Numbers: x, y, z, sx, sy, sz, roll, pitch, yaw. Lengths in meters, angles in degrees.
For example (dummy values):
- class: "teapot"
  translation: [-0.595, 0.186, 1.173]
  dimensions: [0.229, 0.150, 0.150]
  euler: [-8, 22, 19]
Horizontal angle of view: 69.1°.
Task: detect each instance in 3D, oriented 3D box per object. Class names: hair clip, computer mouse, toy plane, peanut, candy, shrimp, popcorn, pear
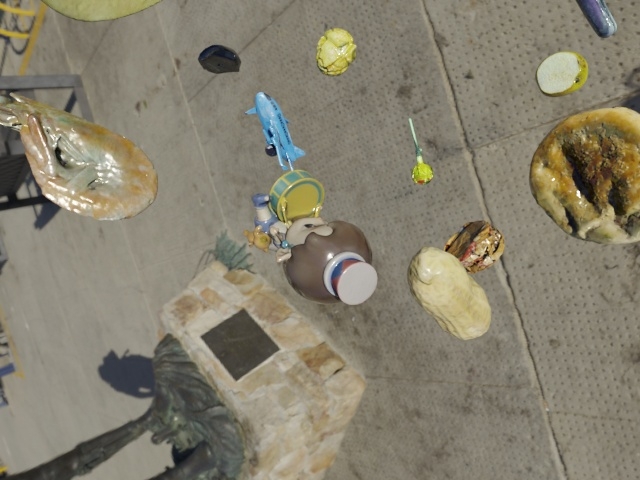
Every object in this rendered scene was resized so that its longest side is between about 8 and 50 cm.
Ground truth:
- class: "hair clip"
  translation: [0.343, -0.402, 0.635]
  dimensions: [0.048, 0.083, 0.275]
  euler: [155, 108, -66]
- class: "computer mouse"
  translation: [-0.304, -0.553, 1.408]
  dimensions: [0.172, 0.099, 0.057]
  euler: [6, 81, 42]
- class: "toy plane"
  translation: [-0.137, -0.337, 1.439]
  dimensions: [0.105, 0.254, 0.271]
  euler: [-20, 134, 19]
- class: "peanut"
  translation: [0.203, 0.082, 0.725]
  dimensions: [0.090, 0.098, 0.214]
  euler: [5, 153, 41]
- class: "candy"
  translation: [0.272, -0.250, 1.305]
  dimensions: [0.062, 0.058, 0.193]
  euler: [-12, 86, 14]
- class: "shrimp"
  translation: [-0.427, -0.138, 0.773]
  dimensions: [0.077, 0.317, 0.168]
  euler: [-32, 42, 50]
- class: "popcorn"
  translation: [0.045, -0.490, 1.215]
  dimensions: [0.106, 0.120, 0.116]
  euler: [16, 154, 27]
- class: "pear"
  translation: [0.725, -0.491, 1.392]
  dimensions: [0.141, 0.104, 0.141]
  euler: [-5, 83, 44]

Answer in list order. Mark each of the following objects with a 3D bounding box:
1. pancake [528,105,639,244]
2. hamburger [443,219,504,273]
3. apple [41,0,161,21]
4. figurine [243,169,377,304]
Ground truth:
- class: "pancake"
  translation: [0.747, -0.162, 1.256]
  dimensions: [0.387, 0.082, 0.386]
  euler: [32, 133, 41]
- class: "hamburger"
  translation: [0.534, 0.025, 1.643]
  dimensions: [0.107, 0.231, 0.231]
  euler: [36, 140, -15]
- class: "apple"
  translation: [-0.294, -0.492, 0.574]
  dimensions: [0.320, 0.360, 0.312]
  euler: [42, 164, -17]
- class: "figurine"
  translation: [-0.004, 0.008, 0.768]
  dimensions: [0.275, 0.161, 0.158]
  euler: [45, 120, 35]
